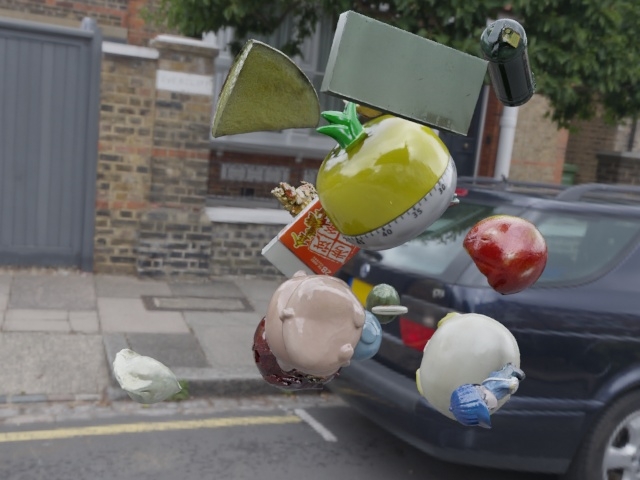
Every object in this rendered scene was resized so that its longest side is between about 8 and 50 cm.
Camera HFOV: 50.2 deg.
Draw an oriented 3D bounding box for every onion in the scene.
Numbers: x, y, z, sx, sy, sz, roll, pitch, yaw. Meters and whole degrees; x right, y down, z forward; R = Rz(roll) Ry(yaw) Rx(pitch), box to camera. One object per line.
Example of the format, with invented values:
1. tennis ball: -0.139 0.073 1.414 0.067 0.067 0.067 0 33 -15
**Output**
1. onion: -0.050 0.302 1.843 0.281 0.221 0.281 24 -7 3

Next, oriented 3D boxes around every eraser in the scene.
1. eraser: 0.000 0.000 1.562 0.157 0.230 0.038 42 13 -19

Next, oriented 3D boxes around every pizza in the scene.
1. pizza: -0.052 -0.133 2.285 0.287 0.074 0.251 47 20 -29

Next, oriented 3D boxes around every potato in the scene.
1. potato: -0.129 -0.362 1.805 0.255 0.269 0.112 19 18 -25

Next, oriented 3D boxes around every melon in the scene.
1. melon: 0.205 0.211 2.251 0.114 0.167 0.114 -1 52 1

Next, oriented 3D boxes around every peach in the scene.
1. peach: 0.402 0.038 1.514 0.192 0.190 0.190 -36 31 -27

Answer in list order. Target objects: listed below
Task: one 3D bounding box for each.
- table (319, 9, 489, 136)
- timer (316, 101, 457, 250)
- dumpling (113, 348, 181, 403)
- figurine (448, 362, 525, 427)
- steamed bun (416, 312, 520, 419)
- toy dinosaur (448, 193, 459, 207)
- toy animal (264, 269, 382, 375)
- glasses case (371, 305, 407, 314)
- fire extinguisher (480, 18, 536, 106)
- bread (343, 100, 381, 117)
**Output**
1. table: 0.120 -0.255 1.070 0.240 0.121 0.111 14 6 -19
2. timer: 0.096 -0.146 1.281 0.285 0.285 0.285 6 8 -1
3. dumpling: -0.517 0.397 2.033 0.179 0.131 0.252 41 12 29
4. figurine: 0.302 0.276 1.232 0.149 0.087 0.086 -36 -16 -24
5. steamed bun: 0.520 0.443 2.387 0.334 0.374 0.334 26 -3 1
6. toy dinosaur: 0.240 -0.134 1.671 0.053 0.167 0.242 -20 -5 -27
7. toy animal: -0.012 0.164 1.315 0.229 0.210 0.221 12 -7 23
8. glasses case: 0.162 0.163 1.596 0.083 0.021 0.032 -1 4 16
9. fire extinguisher: 0.406 -0.393 1.490 0.095 0.114 0.311 16 -10 25
10. bread: 0.123 -0.324 1.431 0.187 0.103 0.065 -29 -35 10
